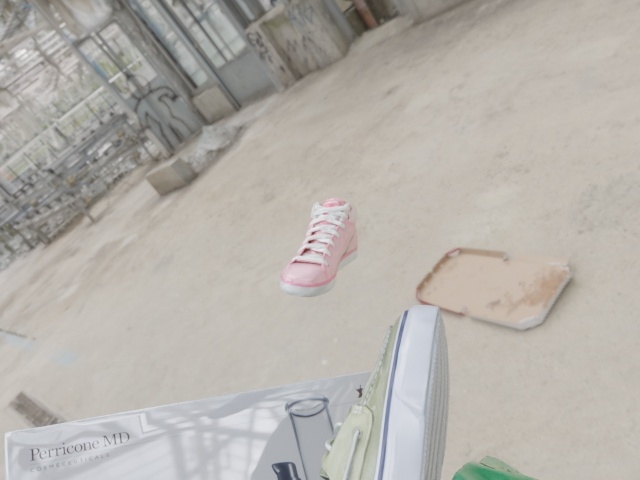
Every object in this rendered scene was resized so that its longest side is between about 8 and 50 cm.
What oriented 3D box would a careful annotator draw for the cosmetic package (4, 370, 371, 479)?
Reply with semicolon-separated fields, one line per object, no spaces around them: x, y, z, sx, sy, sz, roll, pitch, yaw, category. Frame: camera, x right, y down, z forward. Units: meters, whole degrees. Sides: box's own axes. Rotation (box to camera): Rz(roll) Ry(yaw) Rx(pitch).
-0.087;0.299;0.552;0.097;0.377;0.285;-53;47;50;cosmetic package

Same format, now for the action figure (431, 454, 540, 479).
0.164;0.144;0.230;0.232;0.064;0.137;3;2;31;action figure

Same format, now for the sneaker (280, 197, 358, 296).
0.000;0.000;0.537;0.050;0.070;0.134;8;22;21;sneaker

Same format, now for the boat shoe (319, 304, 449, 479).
0.044;0.188;0.464;0.094;0.109;0.302;2;57;22;boat shoe
